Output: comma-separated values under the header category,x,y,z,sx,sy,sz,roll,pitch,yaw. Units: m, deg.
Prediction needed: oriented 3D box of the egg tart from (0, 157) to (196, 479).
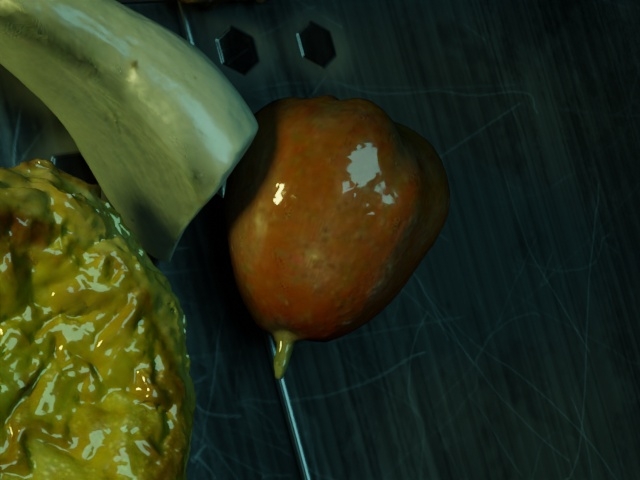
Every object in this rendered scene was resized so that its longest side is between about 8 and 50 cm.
category,x,y,z,sx,sy,sz,roll,pitch,yaw
egg tart,-0.236,0.110,0.907,0.341,0.129,0.341,14,68,-36

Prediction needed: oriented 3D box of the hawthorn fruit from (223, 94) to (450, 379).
category,x,y,z,sx,sy,sz,roll,pitch,yaw
hawthorn fruit,0.000,0.000,1.104,0.199,0.199,0.251,23,81,-32

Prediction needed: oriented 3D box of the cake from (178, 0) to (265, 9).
category,x,y,z,sx,sy,sz,roll,pitch,yaw
cake,-0.029,-0.352,1.101,0.196,0.293,0.199,-18,85,-39

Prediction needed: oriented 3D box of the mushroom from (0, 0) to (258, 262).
category,x,y,z,sx,sy,sz,roll,pitch,yaw
mushroom,-0.193,-0.137,1.012,0.328,0.159,0.122,44,10,-12
